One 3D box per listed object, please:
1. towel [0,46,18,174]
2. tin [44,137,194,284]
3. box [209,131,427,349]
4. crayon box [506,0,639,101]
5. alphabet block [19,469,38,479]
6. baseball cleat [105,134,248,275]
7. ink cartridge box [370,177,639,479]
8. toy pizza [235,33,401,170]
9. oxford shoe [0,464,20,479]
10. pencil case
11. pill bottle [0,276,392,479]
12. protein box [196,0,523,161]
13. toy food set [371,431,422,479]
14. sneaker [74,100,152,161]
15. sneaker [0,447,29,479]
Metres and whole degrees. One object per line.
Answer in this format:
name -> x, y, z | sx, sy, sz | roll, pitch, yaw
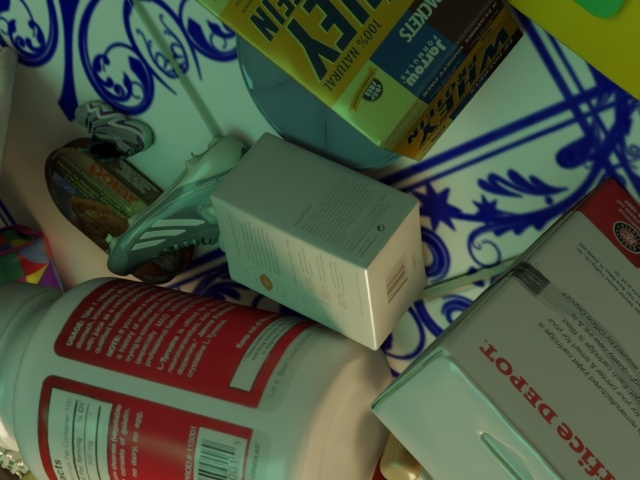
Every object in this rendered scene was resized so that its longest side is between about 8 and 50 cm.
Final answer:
towel -> -0.395, 0.003, 1.589 | 0.053, 0.317, 0.332 | 13, 138, -17
tin -> -0.212, -0.033, 1.584 | 0.190, 0.040, 0.106 | 40, 141, 11
box -> 0.000, 0.000, 1.363 | 0.170, 0.091, 0.130 | 26, 150, 24
crayon box -> 0.193, -0.325, 0.986 | 0.313, 0.106, 0.363 | 40, 137, 12
alphabet block -> -0.227, 0.300, 1.717 | 0.193, 0.192, 0.197 | 49, 136, 5
baseball cleat -> -0.128, -0.009, 1.472 | 0.109, 0.072, 0.206 | 48, 122, 5
ink cartridge box -> 0.199, 0.107, 1.157 | 0.197, 0.273, 0.114 | 47, 137, 4
toy pizza -> 0.012, -0.155, 1.312 | 0.201, 0.032, 0.201 | 21, 131, 27
oxford shoe -> -0.455, 0.304, 1.977 | 0.271, 0.098, 0.097 | 42, 137, 9
pencil case -> -0.330, 0.098, 1.733 | 0.104, 0.104, 0.236 | 4, 121, 39
pill bottle -> -0.153, 0.163, 1.489 | 0.408, 0.229, 0.229 | 12, 126, 24
protein box -> 0.026, -0.177, 1.132 | 0.201, 0.200, 0.136 | 39, 98, 10
toy food set -> 0.119, 0.225, 1.464 | 0.111, 0.104, 0.232 | -1, 136, 26
sneaker -> -0.228, -0.107, 1.519 | 0.098, 0.069, 0.038 | 21, 129, 29
sneaker -> -0.403, 0.262, 1.854 | 0.108, 0.169, 0.292 | -30, 98, 45
